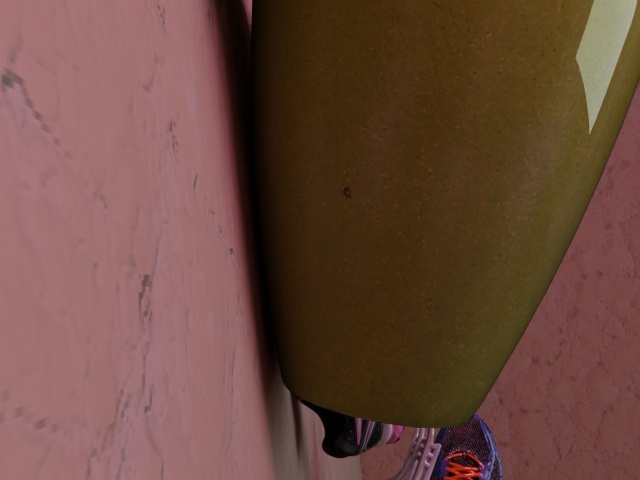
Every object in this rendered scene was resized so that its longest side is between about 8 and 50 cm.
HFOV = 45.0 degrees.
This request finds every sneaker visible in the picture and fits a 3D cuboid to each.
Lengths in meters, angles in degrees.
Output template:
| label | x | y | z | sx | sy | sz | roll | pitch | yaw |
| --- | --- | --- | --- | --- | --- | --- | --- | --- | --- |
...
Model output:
| label | x | y | z | sx | sy | sz | roll | pitch | yaw |
| --- | --- | --- | --- | --- | --- | --- | --- | --- | --- |
| sneaker | 0.008 | 0.105 | 0.672 | 0.072 | 0.077 | 0.178 | -36 | -103 | 55 |
| sneaker | 0.145 | 0.276 | 0.782 | 0.087 | 0.083 | 0.221 | 80 | 16 | -57 |

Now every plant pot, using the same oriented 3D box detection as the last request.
| label | x | y | z | sx | sy | sz | roll | pitch | yaw |
| --- | --- | --- | --- | --- | --- | --- | --- | --- | --- |
| plant pot | 0.066 | -0.032 | 0.538 | 0.275 | 0.275 | 0.293 | -31 | 131 | -87 |

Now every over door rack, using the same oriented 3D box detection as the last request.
| label | x | y | z | sx | sy | sz | roll | pitch | yaw |
| --- | --- | --- | --- | --- | --- | --- | --- | --- | --- |
| over door rack | 0.045 | 0.330 | 0.797 | 0.239 | 0.108 | 0.324 | 71 | 28 | -77 |
